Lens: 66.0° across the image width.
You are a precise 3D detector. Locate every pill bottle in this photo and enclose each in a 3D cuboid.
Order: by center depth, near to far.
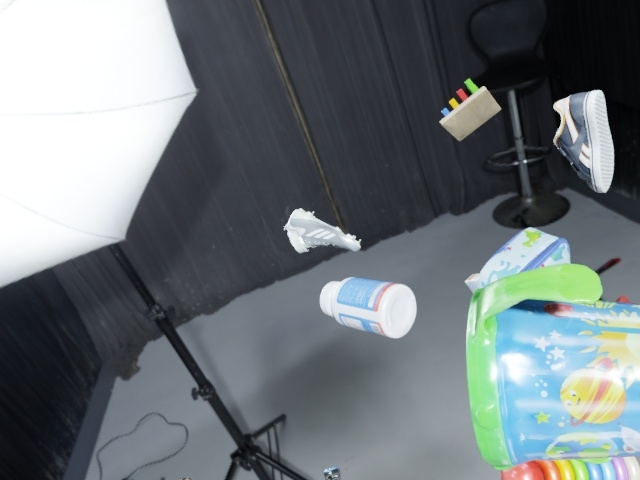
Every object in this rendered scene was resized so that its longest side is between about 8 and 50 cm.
[{"bbox_3d":[0.105,0.152,1.171,0.222,0.124,0.124,6,38,48],"label":"pill bottle"}]

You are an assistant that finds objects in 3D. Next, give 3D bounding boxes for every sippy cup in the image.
[{"bbox_3d":[0.321,0.169,0.622,0.224,0.305,0.239,-7,73,28],"label":"sippy cup"}]

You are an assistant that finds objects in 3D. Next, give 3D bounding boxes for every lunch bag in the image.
[{"bbox_3d":[0.353,0.105,0.856,0.176,0.218,0.090,-34,37,-22],"label":"lunch bag"}]

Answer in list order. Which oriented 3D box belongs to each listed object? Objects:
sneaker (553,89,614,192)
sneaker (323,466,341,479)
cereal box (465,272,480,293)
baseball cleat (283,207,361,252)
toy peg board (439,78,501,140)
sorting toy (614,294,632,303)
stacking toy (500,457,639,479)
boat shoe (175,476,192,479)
[{"bbox_3d":[0.776,-0.286,1.456,0.128,0.321,0.126,7,42,47],"label":"sneaker"},{"bbox_3d":[0.057,0.961,1.946,0.067,0.188,0.078,-15,32,-5],"label":"sneaker"},{"bbox_3d":[0.558,0.168,1.452,0.047,0.173,0.240,-39,8,-22],"label":"cereal box"},{"bbox_3d":[0.000,0.000,1.242,0.206,0.072,0.109,30,86,28],"label":"baseball cleat"},{"bbox_3d":[0.456,-0.414,1.549,0.161,0.161,0.079,-38,61,24],"label":"toy peg board"},{"bbox_3d":[0.683,0.306,1.108,0.126,0.127,0.365,-32,40,39],"label":"sorting toy"},{"bbox_3d":[0.557,0.536,1.127,0.331,0.141,0.141,4,20,-20],"label":"stacking toy"},{"bbox_3d":[-0.191,0.387,0.662,0.073,0.073,0.207,-38,9,3],"label":"boat shoe"}]
